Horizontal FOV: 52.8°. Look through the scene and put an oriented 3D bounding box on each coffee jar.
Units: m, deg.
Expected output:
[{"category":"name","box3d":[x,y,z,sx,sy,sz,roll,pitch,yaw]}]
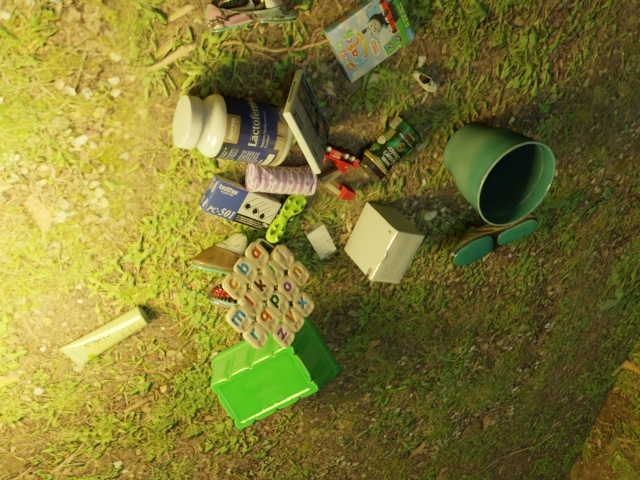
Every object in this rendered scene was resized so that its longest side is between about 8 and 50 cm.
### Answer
[{"category":"coffee jar","box3d":[0.195,-0.262,1.851,0.184,0.079,0.096,-46,132,7]}]

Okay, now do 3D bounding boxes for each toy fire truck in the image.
[{"category":"toy fire truck","box3d":[0.041,-0.198,1.831,0.192,0.047,0.135,16,114,-35]}]

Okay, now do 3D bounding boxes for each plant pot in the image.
[{"category":"plant pot","box3d":[0.513,-0.226,1.938,0.271,0.255,0.272,-15,128,-19]}]

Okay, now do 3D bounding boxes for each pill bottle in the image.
[{"category":"pill bottle","box3d":[-0.213,-0.270,1.567,0.264,0.153,0.153,3,120,-31]}]

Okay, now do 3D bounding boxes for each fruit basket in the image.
[{"category":"fruit basket","box3d":[-0.131,0.403,2.045,0.392,0.392,0.283,-32,98,-6]}]

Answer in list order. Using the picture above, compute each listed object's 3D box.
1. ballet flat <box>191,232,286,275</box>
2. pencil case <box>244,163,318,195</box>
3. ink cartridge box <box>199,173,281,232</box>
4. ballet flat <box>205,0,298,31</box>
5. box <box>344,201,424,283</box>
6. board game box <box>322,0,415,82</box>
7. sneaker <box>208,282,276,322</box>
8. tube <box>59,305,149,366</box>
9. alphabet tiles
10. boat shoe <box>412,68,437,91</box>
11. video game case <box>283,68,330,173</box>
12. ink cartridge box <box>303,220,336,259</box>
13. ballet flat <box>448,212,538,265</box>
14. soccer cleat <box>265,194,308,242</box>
[{"category":"ballet flat","box3d":[-0.205,0.049,1.838,0.342,0.116,0.124,16,92,-37]},{"category":"pencil case","box3d":[-0.104,-0.169,1.747,0.206,0.086,0.088,1,96,-31]},{"category":"ink cartridge box","box3d":[-0.217,-0.099,1.757,0.207,0.046,0.097,19,110,-37]},{"category":"ballet flat","box3d":[-0.155,-0.531,1.474,0.221,0.077,0.079,-13,123,-16]},{"category":"box","box3d":[0.191,0.008,1.970,0.119,0.182,0.181,9,117,-36]},{"category":"board game box","box3d":[0.127,-0.530,1.652,0.211,0.039,0.160,-36,132,-2]},{"category":"sneaker","box3d":[-0.222,0.206,1.931,0.261,0.104,0.125,11,117,-34]},{"category":"tube","box3d":[-0.594,0.268,1.798,0.240,0.062,0.070,-29,91,-2]},{"category":"alphabet tiles","box3d":[-0.143,0.154,1.807,0.278,0.021,0.284,48,58,-23]},{"category":"boat shoe","box3d":[0.300,-0.445,1.811,0.100,0.035,0.035,30,104,-40]},{"category":"video game case","box3d":[-0.031,-0.302,1.643,0.023,0.184,0.201,-9,135,22]},{"category":"ink cartridge box","box3d":[0.000,0.000,1.960,0.062,0.029,0.115,-33,133,-5]},{"category":"ballet flat","box3d":[0.575,-0.020,2.213,0.348,0.123,0.123,-24,130,-9]},{"category":"soccer cleat","box3d":[-0.101,-0.071,1.838,0.060,0.072,0.179,38,78,-16]}]
